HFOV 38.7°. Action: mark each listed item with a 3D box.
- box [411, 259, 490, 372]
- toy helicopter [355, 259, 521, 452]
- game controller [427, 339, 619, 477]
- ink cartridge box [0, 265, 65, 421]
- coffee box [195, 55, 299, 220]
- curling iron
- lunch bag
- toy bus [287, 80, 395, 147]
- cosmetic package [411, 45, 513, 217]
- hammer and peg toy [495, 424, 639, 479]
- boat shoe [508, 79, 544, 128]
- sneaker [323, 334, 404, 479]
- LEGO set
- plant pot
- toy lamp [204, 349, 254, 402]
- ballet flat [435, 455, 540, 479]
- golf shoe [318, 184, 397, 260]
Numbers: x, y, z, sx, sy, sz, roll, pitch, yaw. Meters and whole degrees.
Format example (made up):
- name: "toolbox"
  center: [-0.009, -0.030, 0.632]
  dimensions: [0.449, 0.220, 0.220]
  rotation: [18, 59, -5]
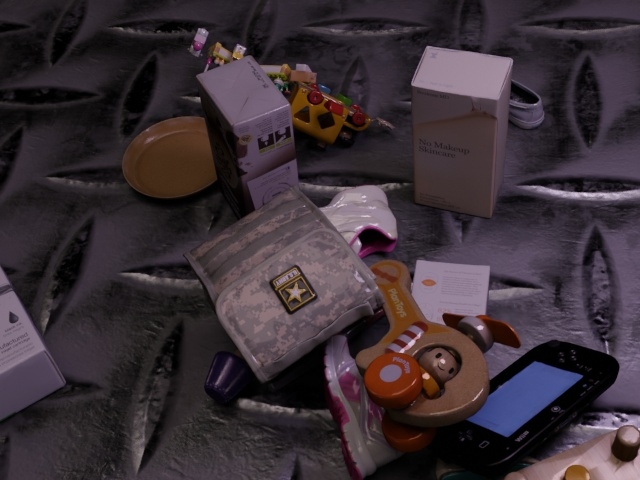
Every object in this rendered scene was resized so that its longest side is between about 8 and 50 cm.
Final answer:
- name: "box"
  center: [0.218, 0.130, 1.555]
  dimensions: [0.130, 0.091, 0.170]
  rotation: [5, 52, 13]
- name: "toy helicopter"
  center: [0.160, 0.140, 1.420]
  dimensions: [0.235, 0.140, 0.355]
  rotation: [-22, 39, -1]
- name: "game controller"
  center: [0.314, 0.252, 1.406]
  dimensions: [0.319, 0.067, 0.166]
  rotation: [-30, 15, -28]
- name: "ink cartridge box"
  center: [-0.616, 0.180, 1.616]
  dimensions: [0.211, 0.121, 0.289]
  rotation: [-30, 53, -17]
- name: "coffee box"
  center: [-0.130, -0.170, 1.719]
  dimensions: [0.119, 0.297, 0.168]
  rotation: [-24, 51, -15]
- name: "curling iron"
  center: [0.015, 0.175, 1.587]
  dimensions: [0.274, 0.035, 0.068]
  rotation: [-41, 42, -20]
- name: "lunch bag"
  center: [-0.057, 0.073, 1.464]
  dimensions: [0.235, 0.169, 0.287]
  rotation: [-33, 38, -7]
- name: "toy bus"
  center: [0.017, -0.247, 1.884]
  dimensions: [0.202, 0.191, 0.104]
  rotation: [38, 108, 32]
- name: "cosmetic package"
  center: [0.257, -0.193, 1.672]
  dimensions: [0.160, 0.309, 0.113]
  rotation: [12, 55, 18]
- name: "hammer and peg toy"
  center: [0.408, 0.448, 1.243]
  dimensions: [0.266, 0.127, 0.361]
  rotation: [-20, 51, -8]
- name: "boat shoe"
  center: [0.376, -0.319, 1.907]
  dimensions: [0.079, 0.081, 0.227]
  rotation: [-37, 56, -21]
- name: "sneaker"
  center: [0.071, 0.261, 1.474]
  dimensions: [0.111, 0.103, 0.252]
  rotation: [-13, 56, -8]
- name: "LEGO set"
  center: [-0.160, -0.355, 2.005]
  dimensions: [0.287, 0.132, 0.107]
  rotation: [20, 71, -5]
- name: "plant pot"
  center: [-0.297, -0.169, 1.915]
  dimensions: [0.236, 0.032, 0.236]
  rotation: [-4, 51, 5]
- name: "toy lamp"
  center: [-0.111, 0.162, 1.590]
  dimensions: [0.080, 0.080, 0.274]
  rotation: [20, 53, 22]
- name: "ballet flat"
  center: [0.260, 0.342, 1.401]
  dimensions: [0.168, 0.057, 0.052]
  rotation: [-5, 41, 4]
- name: "golf shoe"
  center: [0.000, 0.000, 1.684]
  dimensions: [0.306, 0.115, 0.140]
  rotation: [-21, 54, -8]
